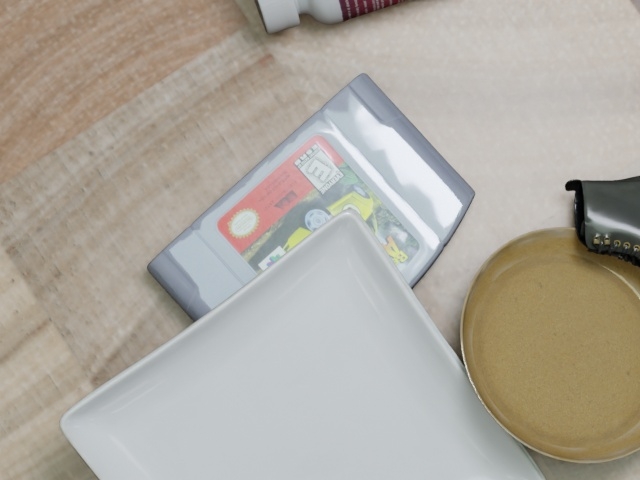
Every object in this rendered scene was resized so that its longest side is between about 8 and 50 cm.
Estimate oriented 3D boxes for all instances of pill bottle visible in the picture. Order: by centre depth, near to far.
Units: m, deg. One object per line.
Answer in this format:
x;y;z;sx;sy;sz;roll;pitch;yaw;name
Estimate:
0.037;-0.284;1.893;0.221;0.121;0.121;-19;84;-2;pill bottle

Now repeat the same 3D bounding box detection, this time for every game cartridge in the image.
0.000;0.000;1.898;0.294;0.060;0.196;-43;89;-4;game cartridge

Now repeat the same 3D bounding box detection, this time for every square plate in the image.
-0.014;0.202;1.844;0.347;0.049;0.344;-36;100;-3;square plate

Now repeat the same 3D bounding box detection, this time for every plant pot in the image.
0.243;0.103;1.863;0.236;0.032;0.236;4;71;-13;plant pot

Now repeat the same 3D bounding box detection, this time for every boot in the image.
0.317;0.025;1.862;0.137;0.077;0.198;-3;61;-10;boot
